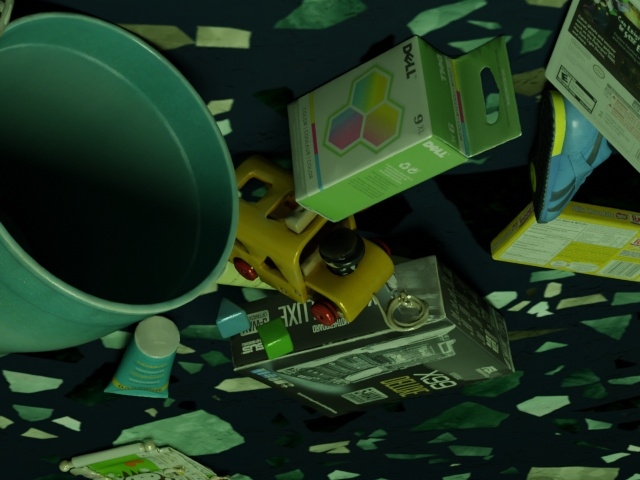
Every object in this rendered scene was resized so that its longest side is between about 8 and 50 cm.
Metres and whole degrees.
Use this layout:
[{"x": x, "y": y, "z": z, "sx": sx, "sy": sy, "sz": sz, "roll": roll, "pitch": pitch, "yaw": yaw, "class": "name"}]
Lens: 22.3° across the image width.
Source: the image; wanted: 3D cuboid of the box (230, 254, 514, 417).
[{"x": 0.065, "y": 0.115, "z": 1.835, "sx": 0.242, "sy": 0.077, "sz": 0.307, "roll": -14, "pitch": 160, "yaw": 16, "class": "box"}]

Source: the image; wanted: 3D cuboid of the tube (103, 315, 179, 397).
[{"x": -0.209, "y": 0.150, "z": 1.942, "sx": 0.080, "sy": 0.052, "sz": 0.207, "roll": 11, "pitch": 154, "yaw": -9, "class": "tube"}]

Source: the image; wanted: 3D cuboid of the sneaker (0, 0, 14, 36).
[{"x": -0.344, "y": -0.190, "z": 1.279, "sx": 0.214, "sy": 0.083, "sz": 0.084, "roll": -5, "pitch": 152, "yaw": 3, "class": "sneaker"}]

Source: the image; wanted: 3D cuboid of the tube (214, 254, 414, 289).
[{"x": -0.011, "y": 0.029, "z": 1.745, "sx": 0.240, "sy": 0.062, "sz": 0.070, "roll": 8, "pitch": -168, "yaw": -34, "class": "tube"}]

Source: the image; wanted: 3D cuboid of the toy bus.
[{"x": -0.013, "y": -0.001, "z": 1.555, "sx": 0.202, "sy": 0.191, "sz": 0.104, "roll": -12, "pitch": 143, "yaw": 4, "class": "toy bus"}]

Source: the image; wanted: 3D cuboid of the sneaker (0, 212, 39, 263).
[{"x": -0.259, "y": 0.034, "z": 1.639, "sx": 0.296, "sy": 0.131, "sz": 0.112, "roll": 14, "pitch": 143, "yaw": -33, "class": "sneaker"}]

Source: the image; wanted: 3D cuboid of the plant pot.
[{"x": -0.254, "y": -0.018, "z": 1.410, "sx": 0.271, "sy": 0.272, "sz": 0.255, "roll": 19, "pitch": 144, "yaw": -36, "class": "plant pot"}]

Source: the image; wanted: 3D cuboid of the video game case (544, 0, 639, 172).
[{"x": 0.280, "y": -0.133, "z": 1.393, "sx": 0.022, "sy": 0.190, "sz": 0.173, "roll": -32, "pitch": 159, "yaw": -22, "class": "video game case"}]

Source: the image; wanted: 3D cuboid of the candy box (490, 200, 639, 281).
[{"x": 0.299, "y": 0.000, "z": 1.771, "sx": 0.205, "sy": 0.027, "sz": 0.105, "roll": 9, "pitch": 144, "yaw": -24, "class": "candy box"}]

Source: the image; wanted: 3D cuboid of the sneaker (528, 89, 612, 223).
[{"x": 0.250, "y": -0.080, "z": 1.582, "sx": 0.082, "sy": 0.069, "sz": 0.209, "roll": -7, "pitch": 151, "yaw": -5, "class": "sneaker"}]

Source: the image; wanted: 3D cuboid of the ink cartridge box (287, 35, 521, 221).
[{"x": 0.071, "y": -0.109, "z": 1.459, "sx": 0.209, "sy": 0.109, "sz": 0.062, "roll": -24, "pitch": 146, "yaw": 31, "class": "ink cartridge box"}]

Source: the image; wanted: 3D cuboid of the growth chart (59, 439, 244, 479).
[{"x": -0.237, "y": 0.330, "z": 2.276, "sx": 0.172, "sy": 0.021, "sz": 0.237, "roll": -21, "pitch": 146, "yaw": 27, "class": "growth chart"}]
